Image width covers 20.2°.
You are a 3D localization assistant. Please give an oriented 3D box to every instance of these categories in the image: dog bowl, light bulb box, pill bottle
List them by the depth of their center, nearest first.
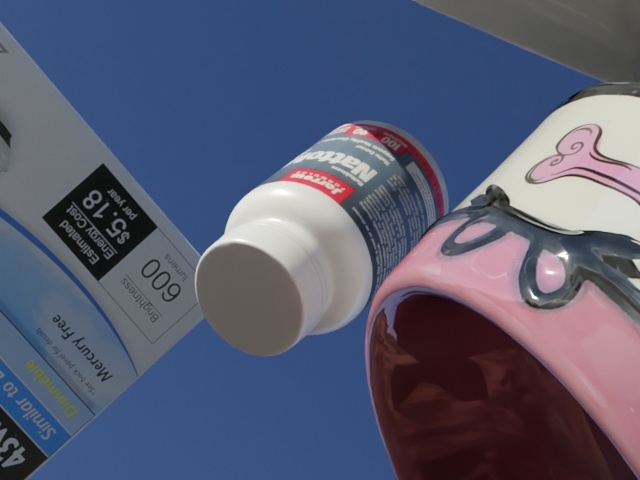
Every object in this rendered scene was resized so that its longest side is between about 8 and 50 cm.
[{"bbox_3d":[0.175,0.133,0.929,0.408,0.150,0.408,52,-21,29],"label":"dog bowl"},{"bbox_3d":[0.000,0.000,1.179,0.108,0.180,0.108,14,-59,25],"label":"pill bottle"},{"bbox_3d":[-0.338,0.022,1.471,0.358,0.361,0.225,50,-10,-17],"label":"light bulb box"}]

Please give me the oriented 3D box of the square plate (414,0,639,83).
[{"bbox_3d":[0.112,-0.232,1.119,0.344,0.049,0.347,24,-20,-4],"label":"square plate"}]
